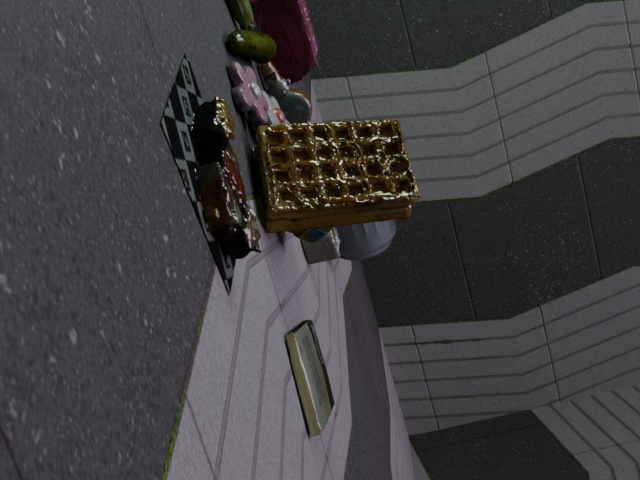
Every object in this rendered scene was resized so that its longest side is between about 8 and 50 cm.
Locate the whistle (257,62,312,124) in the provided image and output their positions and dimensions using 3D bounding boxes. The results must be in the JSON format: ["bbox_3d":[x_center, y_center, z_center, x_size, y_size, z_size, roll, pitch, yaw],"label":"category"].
[{"bbox_3d":[-0.096,-0.381,2.096,0.220,0.107,0.057,55,20,-29],"label":"whistle"}]

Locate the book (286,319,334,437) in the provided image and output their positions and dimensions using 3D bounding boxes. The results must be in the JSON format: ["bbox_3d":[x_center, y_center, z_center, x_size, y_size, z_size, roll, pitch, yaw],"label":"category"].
[{"bbox_3d":[-0.016,0.267,1.605,0.289,0.026,0.201,9,67,-83],"label":"book"}]

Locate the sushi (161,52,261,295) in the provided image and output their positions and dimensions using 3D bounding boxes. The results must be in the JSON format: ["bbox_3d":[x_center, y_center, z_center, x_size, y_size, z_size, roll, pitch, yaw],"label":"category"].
[{"bbox_3d":[-0.144,-0.111,1.192,0.292,0.059,0.294,-94,167,-61],"label":"sushi"}]

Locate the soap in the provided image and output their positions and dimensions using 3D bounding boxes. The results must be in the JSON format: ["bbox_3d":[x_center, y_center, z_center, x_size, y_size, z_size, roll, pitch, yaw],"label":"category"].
[{"bbox_3d":[-0.097,-0.538,2.089,0.099,0.162,0.250,-96,169,-53],"label":"soap"}]

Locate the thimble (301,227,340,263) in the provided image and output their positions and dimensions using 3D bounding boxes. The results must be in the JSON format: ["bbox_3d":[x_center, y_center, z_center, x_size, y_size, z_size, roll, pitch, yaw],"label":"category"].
[{"bbox_3d":[0.000,0.000,2.069,0.115,0.090,0.102,67,11,-51],"label":"thimble"}]

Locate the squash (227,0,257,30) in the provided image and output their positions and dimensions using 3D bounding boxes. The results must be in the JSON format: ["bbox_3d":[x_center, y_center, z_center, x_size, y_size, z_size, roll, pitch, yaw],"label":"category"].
[{"bbox_3d":[-0.190,-0.552,1.814,0.183,0.052,0.052,66,11,-49],"label":"squash"}]

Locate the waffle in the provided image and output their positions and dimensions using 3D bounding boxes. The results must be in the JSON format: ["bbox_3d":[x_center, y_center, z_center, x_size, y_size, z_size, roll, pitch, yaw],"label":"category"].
[{"bbox_3d":[0.029,-0.136,1.599,0.091,0.308,0.212,108,-26,-61],"label":"waffle"}]

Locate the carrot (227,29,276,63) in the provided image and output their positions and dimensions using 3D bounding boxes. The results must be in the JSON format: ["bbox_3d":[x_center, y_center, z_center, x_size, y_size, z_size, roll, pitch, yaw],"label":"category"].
[{"bbox_3d":[-0.155,-0.442,1.796,0.358,0.074,0.074,-60,135,-79],"label":"carrot"}]

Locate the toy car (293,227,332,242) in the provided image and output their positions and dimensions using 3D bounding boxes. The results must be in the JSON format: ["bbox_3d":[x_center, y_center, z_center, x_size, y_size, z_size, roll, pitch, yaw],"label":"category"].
[{"bbox_3d":[-0.027,-0.125,1.736,0.142,0.200,0.247,25,49,-23],"label":"toy car"}]

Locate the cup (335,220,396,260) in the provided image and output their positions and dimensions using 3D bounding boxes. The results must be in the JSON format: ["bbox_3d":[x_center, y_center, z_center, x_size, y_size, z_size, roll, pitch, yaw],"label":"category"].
[{"bbox_3d":[0.079,-0.132,2.614,0.323,0.237,0.326,29,-37,55],"label":"cup"}]

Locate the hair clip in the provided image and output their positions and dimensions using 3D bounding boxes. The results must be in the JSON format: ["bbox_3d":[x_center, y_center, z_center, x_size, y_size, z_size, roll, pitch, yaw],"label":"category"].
[{"bbox_3d":[-0.128,-0.278,1.684,0.257,0.075,0.146,54,26,-61],"label":"hair clip"}]
